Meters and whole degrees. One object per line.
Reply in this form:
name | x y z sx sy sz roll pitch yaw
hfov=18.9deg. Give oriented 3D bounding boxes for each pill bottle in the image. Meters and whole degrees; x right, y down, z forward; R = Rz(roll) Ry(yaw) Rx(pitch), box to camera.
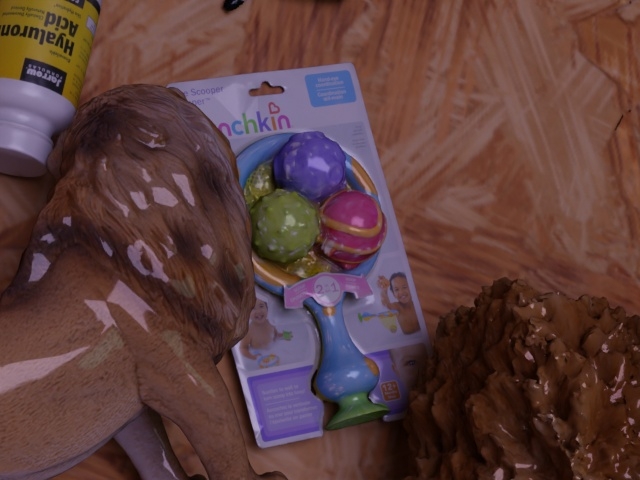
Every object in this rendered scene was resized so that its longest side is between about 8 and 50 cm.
pill bottle | -0.172 -0.100 1.138 0.065 0.065 0.116 17 71 -20

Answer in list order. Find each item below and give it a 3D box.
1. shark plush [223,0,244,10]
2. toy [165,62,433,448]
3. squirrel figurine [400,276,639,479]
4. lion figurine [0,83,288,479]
shark plush | -0.049 -0.177 1.224 0.161 0.073 0.067 -15 114 -32
toy | 0.000 0.000 1.197 0.137 0.056 0.237 -9 81 -28
squirrel figurine | 0.209 0.149 1.065 0.281 0.397 0.370 -30 131 -58
lion figurine | -0.169 0.088 1.041 0.392 0.142 0.240 -35 106 -35
